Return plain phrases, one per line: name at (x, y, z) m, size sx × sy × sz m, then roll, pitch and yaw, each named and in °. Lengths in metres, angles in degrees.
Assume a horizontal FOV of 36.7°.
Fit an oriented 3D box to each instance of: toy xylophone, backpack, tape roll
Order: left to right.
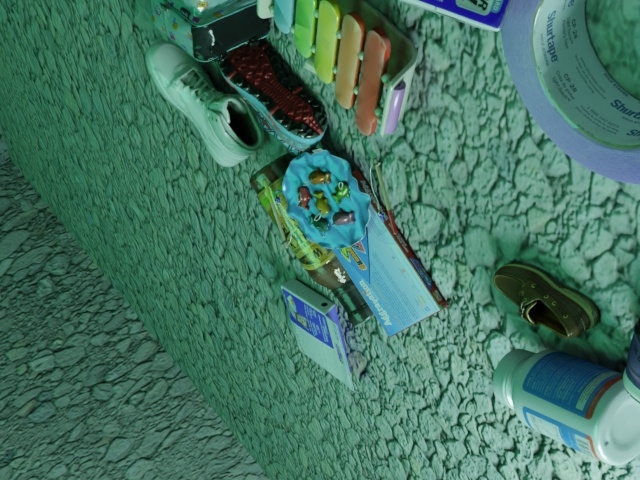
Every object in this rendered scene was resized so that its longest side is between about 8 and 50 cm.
backpack at (-0.196, -0.403, 1.621) m, size 0.188 × 0.166 × 0.144 m, roll 34°, pitch 146°, yaw 36°
toy xylophone at (0.030, -0.279, 1.445) m, size 0.323 × 0.081 × 0.236 m, roll 43°, pitch 153°, yaw 30°
tape roll at (0.315, -0.197, 0.990) m, size 0.275 × 0.090 × 0.274 m, roll 43°, pitch 153°, yaw 29°

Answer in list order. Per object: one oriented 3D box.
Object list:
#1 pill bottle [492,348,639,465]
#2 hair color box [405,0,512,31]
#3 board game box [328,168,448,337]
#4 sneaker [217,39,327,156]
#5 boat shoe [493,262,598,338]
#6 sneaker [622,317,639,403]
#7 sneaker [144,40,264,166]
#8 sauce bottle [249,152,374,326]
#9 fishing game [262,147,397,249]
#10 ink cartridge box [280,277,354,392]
pill bottle at (0.356, 0.227, 1.388) m, size 0.221 × 0.124 × 0.124 m, roll 20°, pitch 136°, yaw 55°
hair color box at (0.034, -0.322, 1.002) m, size 0.339 × 0.110 × 0.185 m, roll 20°, pitch -166°, yaw -5°
board game box at (0.095, 0.026, 1.701) m, size 0.145 × 0.027 × 0.281 m, roll -34°, pitch 88°, yaw 44°
sneaker at (-0.099, -0.248, 1.705) m, size 0.262 × 0.104 × 0.125 m, roll 51°, pitch 157°, yaw 15°
boat shoe at (0.309, 0.086, 1.380) m, size 0.178 × 0.060 × 0.064 m, roll 31°, pitch 145°, yaw 46°
sneaker at (0.478, 0.183, 1.132) m, size 0.283 × 0.107 × 0.124 m, roll 34°, pitch 141°, yaw 42°
sneaker at (-0.217, -0.286, 1.895) m, size 0.292 × 0.108 × 0.169 m, roll 52°, pitch 156°, yaw -12°
sauce bottle at (0.000, 0.000, 1.811) m, size 0.344 × 0.111 × 0.111 m, roll 55°, pitch 156°, yaw 2°
fishing game at (0.005, -0.068, 1.680) m, size 0.264 × 0.041 × 0.189 m, roll -3°, pitch 110°, yaw 38°
ink cartridge box at (0.007, 0.206, 2.123) m, size 0.208 × 0.045 × 0.206 m, roll 33°, pitch 146°, yaw 45°
